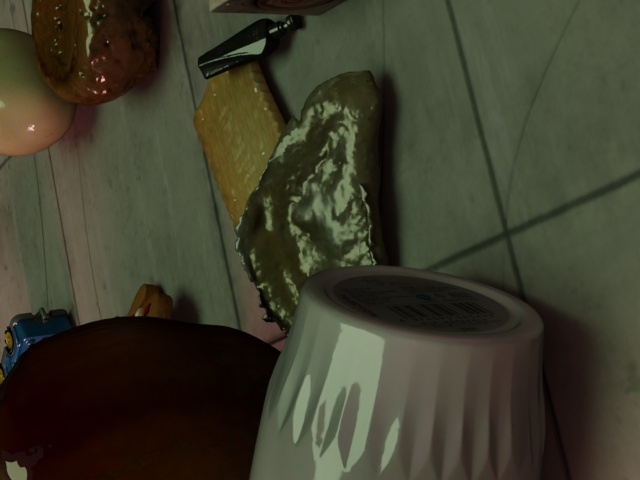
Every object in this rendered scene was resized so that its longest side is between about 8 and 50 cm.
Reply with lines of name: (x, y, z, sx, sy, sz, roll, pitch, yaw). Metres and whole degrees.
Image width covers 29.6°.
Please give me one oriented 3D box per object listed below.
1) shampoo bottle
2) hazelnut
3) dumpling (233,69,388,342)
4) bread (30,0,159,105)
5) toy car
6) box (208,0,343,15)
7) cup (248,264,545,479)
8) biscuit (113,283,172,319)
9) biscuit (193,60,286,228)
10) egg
shampoo bottle: (-0.079, -0.218, 1.349, 0.137, 0.027, 0.048, -20, 61, 34)
hazelnut: (-0.181, 0.224, 1.229, 0.366, 0.366, 0.365, 10, 102, 56)
dumpling: (0.004, 0.000, 1.235, 0.166, 0.086, 0.332, -2, 93, 24)
bread: (-0.299, -0.290, 1.628, 0.230, 0.123, 0.230, 8, 100, 53)
toy car: (-0.450, 0.200, 1.936, 0.100, 0.097, 0.191, 55, 136, 36)
box: (-0.013, -0.283, 1.180, 0.199, 0.135, 0.081, -11, 85, 58)
cup: (0.061, 0.224, 1.034, 0.253, 0.253, 0.371, 26, 112, 53)
biscuit: (-0.260, 0.135, 1.634, 0.250, 0.036, 0.165, -36, 37, 56)
biscuit: (-0.076, -0.095, 1.394, 0.160, 0.030, 0.249, -55, 50, 44)
egg: (-0.467, -0.221, 1.829, 0.254, 0.189, 0.188, 25, 115, 46)
